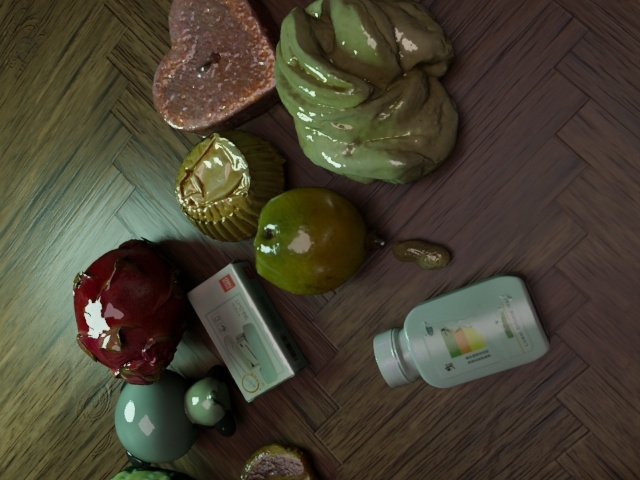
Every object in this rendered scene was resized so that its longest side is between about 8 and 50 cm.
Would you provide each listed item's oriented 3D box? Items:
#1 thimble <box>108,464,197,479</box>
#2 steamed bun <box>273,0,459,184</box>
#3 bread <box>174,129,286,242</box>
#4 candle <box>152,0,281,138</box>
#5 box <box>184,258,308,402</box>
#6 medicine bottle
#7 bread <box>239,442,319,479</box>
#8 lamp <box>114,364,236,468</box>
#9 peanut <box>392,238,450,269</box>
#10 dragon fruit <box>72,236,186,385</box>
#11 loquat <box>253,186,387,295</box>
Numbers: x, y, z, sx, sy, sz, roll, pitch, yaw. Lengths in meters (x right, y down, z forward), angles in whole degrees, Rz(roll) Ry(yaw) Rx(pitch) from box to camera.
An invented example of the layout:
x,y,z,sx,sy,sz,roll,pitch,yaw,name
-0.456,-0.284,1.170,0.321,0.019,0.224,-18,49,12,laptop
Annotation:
x,y,z,sx,sy,sz,roll,pitch,yaw,name
-0.360,0.598,1.320,0.167,0.288,0.254,2,64,18,thimble
0.075,-0.281,1.141,0.325,0.230,0.372,-2,91,17,steamed bun
-0.189,-0.108,1.291,0.240,0.139,0.240,2,95,23,bread
-0.191,-0.349,1.284,0.287,0.131,0.317,23,102,14,candle
-0.154,0.184,1.328,0.135,0.079,0.269,-33,83,18,box
0.250,0.174,1.165,0.296,0.111,0.161,-22,86,21,medicine bottle
-0.083,0.515,1.336,0.193,0.064,0.193,1,92,14,bread
-0.310,0.359,1.351,0.244,0.198,0.197,-16,88,5,lamp
0.189,0.026,1.210,0.113,0.054,0.054,14,98,21,peanut
-0.390,0.135,1.317,0.250,0.250,0.315,-3,71,20,dragon fruit
0.000,0.000,1.204,0.246,0.213,0.213,1,94,-4,loquat
